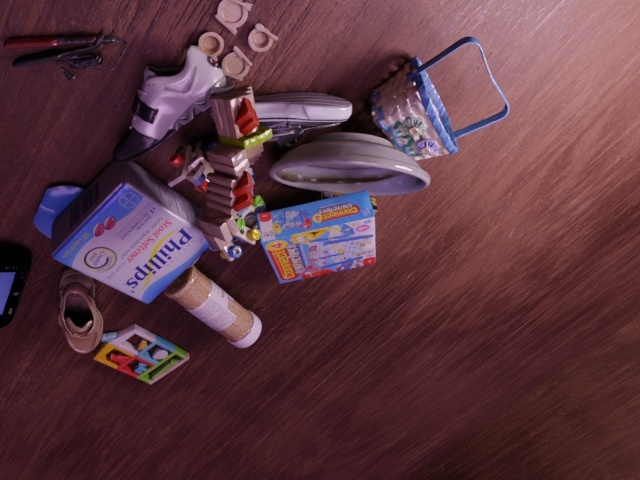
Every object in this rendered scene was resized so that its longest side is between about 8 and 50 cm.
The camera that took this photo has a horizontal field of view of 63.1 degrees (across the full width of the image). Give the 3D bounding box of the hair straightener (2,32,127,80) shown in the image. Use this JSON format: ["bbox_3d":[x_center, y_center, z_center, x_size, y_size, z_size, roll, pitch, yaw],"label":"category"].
[{"bbox_3d":[-0.518,-0.382,1.082,0.230,0.047,0.089,-12,134,-13],"label":"hair straightener"}]

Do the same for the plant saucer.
[{"bbox_3d":[0.073,-0.193,1.300,0.400,0.400,0.101,5,86,-22],"label":"plant saucer"}]

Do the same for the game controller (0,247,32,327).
[{"bbox_3d":[-0.894,0.135,1.399,0.166,0.067,0.319,10,128,-37],"label":"game controller"}]

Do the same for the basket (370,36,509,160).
[{"bbox_3d":[0.290,-0.330,1.277,0.288,0.201,0.254,-29,133,22],"label":"basket"}]

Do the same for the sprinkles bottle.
[{"bbox_3d":[-0.328,0.209,1.625,0.121,0.121,0.355,-31,133,11],"label":"sprinkles bottle"}]

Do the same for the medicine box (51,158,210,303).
[{"bbox_3d":[-0.470,-0.021,1.322,0.263,0.149,0.289,-42,132,10],"label":"medicine box"}]

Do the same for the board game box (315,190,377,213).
[{"bbox_3d":[0.057,-0.077,1.511,0.170,0.048,0.141,6,148,-22],"label":"board game box"}]

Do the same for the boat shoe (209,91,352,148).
[{"bbox_3d":[-0.092,-0.283,1.252,0.334,0.121,0.119,-2,121,-2],"label":"boat shoe"}]

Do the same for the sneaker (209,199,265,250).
[{"bbox_3d":[-0.238,-0.036,1.457,0.211,0.081,0.080,-39,132,18],"label":"sneaker"}]

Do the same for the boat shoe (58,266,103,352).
[{"bbox_3d":[-0.711,0.231,1.527,0.121,0.110,0.341,-2,132,-16],"label":"boat shoe"}]

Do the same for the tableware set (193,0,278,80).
[{"bbox_3d":[-0.188,-0.439,1.147,0.141,0.020,0.168,28,118,-36],"label":"tableware set"}]

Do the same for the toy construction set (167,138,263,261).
[{"bbox_3d":[-0.262,-0.118,1.267,0.151,0.215,0.328,0,146,26],"label":"toy construction set"}]

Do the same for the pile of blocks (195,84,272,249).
[{"bbox_3d":[-0.167,-0.150,1.135,0.148,0.112,0.363,-7,111,-51],"label":"pile of blocks"}]

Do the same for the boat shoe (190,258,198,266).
[{"bbox_3d":[-0.367,0.017,1.474,0.183,0.066,0.066,-37,132,17],"label":"boat shoe"}]

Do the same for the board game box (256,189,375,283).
[{"bbox_3d":[0.000,0.000,1.477,0.301,0.086,0.308,-13,154,1],"label":"board game box"}]

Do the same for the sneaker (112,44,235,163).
[{"bbox_3d":[-0.362,-0.305,1.163,0.330,0.122,0.146,-34,116,13],"label":"sneaker"}]

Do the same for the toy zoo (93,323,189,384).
[{"bbox_3d":[-0.613,0.378,1.750,0.192,0.030,0.293,-35,132,14],"label":"toy zoo"}]

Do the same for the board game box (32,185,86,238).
[{"bbox_3d":[-0.641,-0.073,1.326,0.133,0.033,0.169,21,115,-31],"label":"board game box"}]
